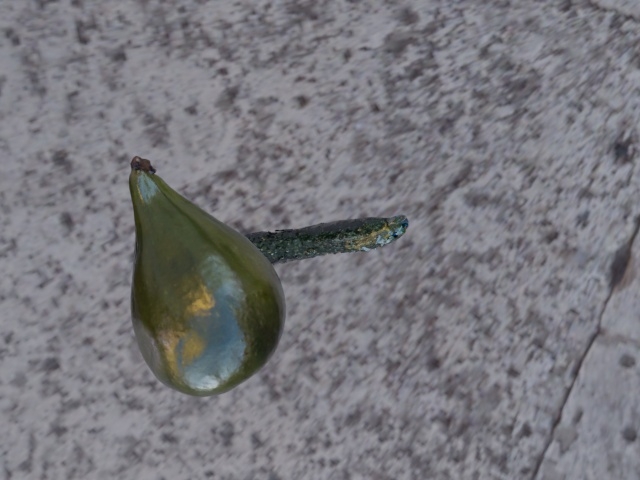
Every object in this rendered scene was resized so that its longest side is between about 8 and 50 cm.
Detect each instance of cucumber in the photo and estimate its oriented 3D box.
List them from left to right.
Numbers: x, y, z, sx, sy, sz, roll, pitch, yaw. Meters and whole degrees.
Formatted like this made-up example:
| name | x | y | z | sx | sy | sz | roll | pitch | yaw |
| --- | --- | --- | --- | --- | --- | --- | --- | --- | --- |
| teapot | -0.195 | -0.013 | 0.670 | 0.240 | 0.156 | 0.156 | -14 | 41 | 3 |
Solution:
| name | x | y | z | sx | sy | sz | roll | pitch | yaw |
| --- | --- | --- | --- | --- | --- | --- | --- | --- | --- |
| cucumber | -0.001 | 0.000 | 1.597 | 0.256 | 0.043 | 0.044 | -8 | 82 | 41 |

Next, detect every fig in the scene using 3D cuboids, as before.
| name | x | y | z | sx | sy | sz | roll | pitch | yaw |
| --- | --- | --- | --- | --- | --- | --- | --- | --- | --- |
| fig | -0.090 | 0.026 | 1.070 | 0.126 | 0.133 | 0.185 | 3 | 107 | 26 |
